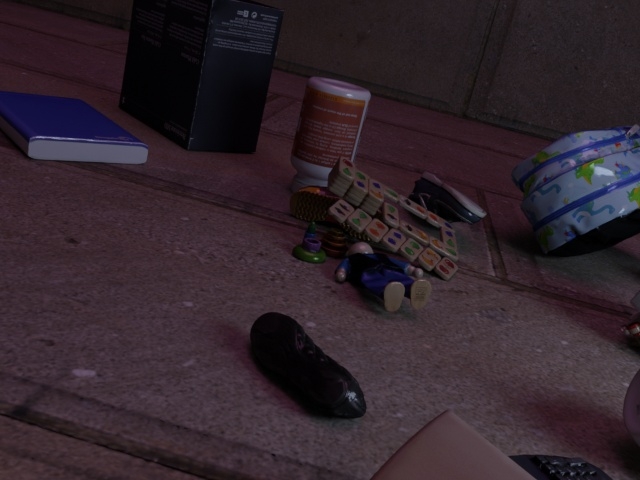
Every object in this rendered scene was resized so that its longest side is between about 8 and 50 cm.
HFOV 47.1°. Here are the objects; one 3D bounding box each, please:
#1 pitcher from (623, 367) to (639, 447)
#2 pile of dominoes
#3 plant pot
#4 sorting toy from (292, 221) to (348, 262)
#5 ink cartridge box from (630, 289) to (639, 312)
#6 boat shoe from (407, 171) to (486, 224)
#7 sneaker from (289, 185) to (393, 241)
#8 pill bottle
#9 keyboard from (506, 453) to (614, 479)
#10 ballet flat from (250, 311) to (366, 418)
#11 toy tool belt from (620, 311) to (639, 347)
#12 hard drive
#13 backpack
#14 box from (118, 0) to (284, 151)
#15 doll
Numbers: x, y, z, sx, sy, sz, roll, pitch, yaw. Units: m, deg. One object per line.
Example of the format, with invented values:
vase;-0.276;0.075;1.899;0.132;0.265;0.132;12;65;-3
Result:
pitcher;0.410;0.206;0.704;0.207;0.125;0.177;23;36;-2
pile of dominoes;0.127;-0.044;1.172;0.251;0.040;0.196;28;29;-13
plant pot;0.080;0.200;0.494;0.096;0.108;0.109;-14;31;-32
sorting toy;0.000;0.000;1.097;0.061;0.042;0.102;27;23;34
ink cartridge box;0.548;0.117;0.991;0.153;0.086;0.208;-5;46;-43
boat shoe;0.225;-0.066;1.369;0.095;0.079;0.254;36;5;-23
sneaker;0.045;-0.056;1.249;0.186;0.069;0.084;20;25;14
pill bottle;0.011;-0.187;1.374;0.121;0.216;0.121;13;18;-4
keyboard;0.237;0.261;0.534;0.202;0.033;0.317;4;20;-28
ballet flat;-0.019;0.126;0.737;0.173;0.057;0.049;37;-11;47
toy tool belt;0.463;0.131;1.040;0.083;0.052;0.051;-20;82;-52
hard drive;-0.487;-0.216;1.372;0.210;0.040;0.319;-2;24;-39
backpack;0.524;-0.090;1.400;0.290;0.273;0.356;-27;5;44
box;-0.274;-0.393;1.616;0.179;0.312;0.343;-2;25;-41
doll;0.086;0.046;1.020;0.129;0.046;0.189;-3;17;-19
